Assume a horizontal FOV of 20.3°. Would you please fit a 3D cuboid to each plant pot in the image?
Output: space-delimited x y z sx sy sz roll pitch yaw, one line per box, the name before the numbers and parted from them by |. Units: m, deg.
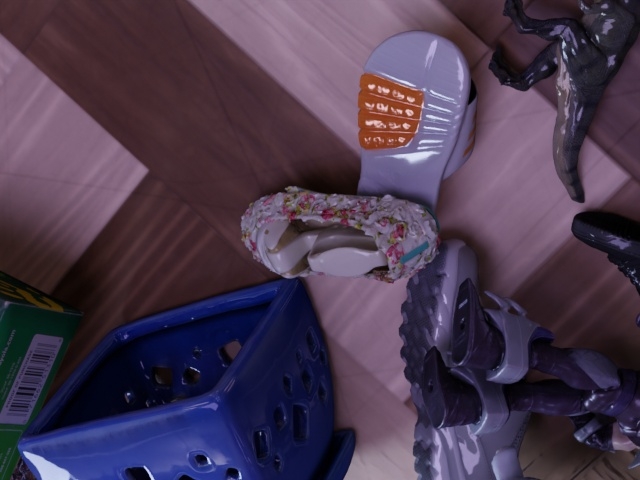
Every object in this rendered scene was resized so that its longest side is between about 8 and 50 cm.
plant pot | -0.108 0.197 1.697 0.236 0.236 0.212 -15 111 27

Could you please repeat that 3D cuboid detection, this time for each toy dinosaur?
toy dinosaur | 0.206 -0.158 1.510 0.118 0.064 0.268 20 121 6

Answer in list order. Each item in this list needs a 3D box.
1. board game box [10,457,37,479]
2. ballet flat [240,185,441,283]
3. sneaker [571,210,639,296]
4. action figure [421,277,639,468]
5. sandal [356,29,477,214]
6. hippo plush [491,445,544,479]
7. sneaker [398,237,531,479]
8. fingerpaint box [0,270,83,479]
board game box | -0.399 0.344 1.928 0.232 0.141 0.291 2 112 22
ballet flat | 0.000 0.000 1.611 0.241 0.077 0.091 -3 120 44
sneaker | 0.293 0.039 1.561 0.170 0.051 0.089 17 114 10
action figure | 0.238 0.125 1.558 0.285 0.099 0.185 14 136 -18
sandal | 0.086 -0.088 1.586 0.102 0.076 0.265 32 138 21
hippo plush | 0.235 0.308 1.533 0.236 0.234 0.294 11 144 -16
sneaker | 0.142 0.131 1.657 0.115 0.105 0.281 -8 107 -12
fingerpaint box | -0.500 0.192 1.759 0.371 0.163 0.445 25 92 22
